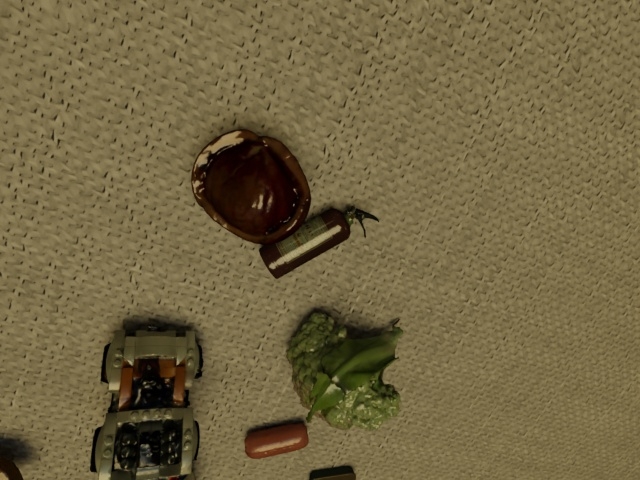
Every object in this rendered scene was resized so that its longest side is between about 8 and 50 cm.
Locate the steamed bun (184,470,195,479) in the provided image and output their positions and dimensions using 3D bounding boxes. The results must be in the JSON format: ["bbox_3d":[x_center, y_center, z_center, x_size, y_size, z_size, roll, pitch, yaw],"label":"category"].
[{"bbox_3d":[-0.361,0.628,0.959,0.147,0.164,0.241,6,116,-15],"label":"steamed bun"}]

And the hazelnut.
[{"bbox_3d":[-0.118,-0.087,0.713,0.202,0.160,0.170,23,79,-15],"label":"hazelnut"}]

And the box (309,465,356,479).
[{"bbox_3d":[0.030,0.651,1.120,0.126,0.031,0.090,-4,113,-10],"label":"box"}]

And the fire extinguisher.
[{"bbox_3d":[0.000,0.000,0.811,0.231,0.099,0.071,-28,136,2],"label":"fire extinguisher"}]

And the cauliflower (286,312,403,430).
[{"bbox_3d":[0.075,0.270,0.893,0.316,0.257,0.238,-23,114,-35],"label":"cauliflower"}]

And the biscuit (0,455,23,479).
[{"bbox_3d":[-0.823,0.553,0.849,0.432,0.064,0.283,-40,96,6],"label":"biscuit"}]

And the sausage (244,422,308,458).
[{"bbox_3d":[-0.106,0.481,1.006,0.154,0.062,0.062,-9,113,-7],"label":"sausage"}]

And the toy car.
[{"bbox_3d":[-0.314,0.311,0.785,0.193,0.300,0.118,8,147,-25],"label":"toy car"}]
